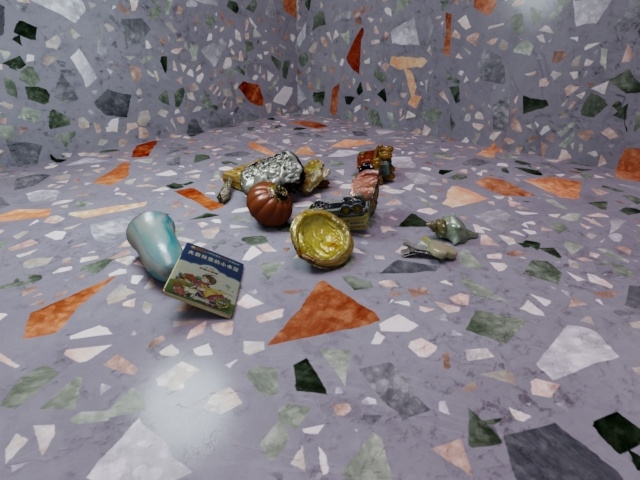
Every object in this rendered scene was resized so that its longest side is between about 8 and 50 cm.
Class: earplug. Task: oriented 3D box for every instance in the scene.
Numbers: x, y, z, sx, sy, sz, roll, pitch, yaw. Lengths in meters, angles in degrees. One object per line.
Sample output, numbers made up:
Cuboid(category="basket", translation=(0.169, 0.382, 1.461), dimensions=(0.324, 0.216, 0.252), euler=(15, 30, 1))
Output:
Cuboid(category="earplug", translation=(-0.581, 0.041, 1.521), dimensions=(0.185, 0.185, 0.324), euler=(-16, 38, -29))

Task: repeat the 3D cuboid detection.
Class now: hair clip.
Cuboid(category="hair clip", translation=(0.438, 0.032, 1.669), dimensions=(0.219, 0.071, 0.159), euler=(9, 26, 7))

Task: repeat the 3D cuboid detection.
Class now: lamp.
Cuboid(category="lamp", translation=(-0.230, -0.167, 1.883), dimensions=(0.223, 0.196, 0.223), euler=(28, 38, -24))

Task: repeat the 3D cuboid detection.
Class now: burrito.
Cuboid(category="burrito", translation=(-0.507, -0.262, 2.195), dimensions=(0.063, 0.058, 0.229), euler=(-13, 36, 6))

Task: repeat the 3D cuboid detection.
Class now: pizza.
Cuboid(category="pizza", translation=(-0.064, -0.375, 2.321), dimensions=(0.223, 0.089, 0.323), euler=(-34, 31, 3))

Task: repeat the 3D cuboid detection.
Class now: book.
Cuboid(category="book", translation=(-0.385, 0.124, 1.409), dimensions=(0.228, 0.018, 0.322), euler=(24, 24, -16))

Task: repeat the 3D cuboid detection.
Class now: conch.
Cuboid(category="conch", translation=(0.570, -0.049, 1.778), dimensions=(0.234, 0.114, 0.137), euler=(14, 43, 12))

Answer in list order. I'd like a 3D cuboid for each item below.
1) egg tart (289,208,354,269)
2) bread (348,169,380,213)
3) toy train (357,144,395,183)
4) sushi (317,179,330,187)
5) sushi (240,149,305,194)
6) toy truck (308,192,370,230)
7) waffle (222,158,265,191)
Cuboid(category="egg tart", translation=(0.000, 0.000, 1.622), dimensions=(0.279, 0.095, 0.278), euler=(12, 54, -17))
Cuboid(category="bread", translation=(0.205, -0.205, 1.950), dimensions=(0.123, 0.244, 0.190), euler=(17, 67, 14))
Cuboid(category="toy train", translation=(0.335, -0.469, 2.521), dimensions=(0.232, 0.163, 0.369), euler=(-6, 26, 15))
Cuboid(category="sushi", translation=(-0.002, -0.325, 2.348), dimensions=(0.118, 0.061, 0.060), euler=(13, 5, -15))
Cuboid(category="sushi", translation=(-0.238, -0.302, 2.137), dimensions=(0.349, 0.234, 0.207), euler=(-17, -14, -1))
Cuboid(category="toy truck", translation=(0.088, -0.105, 1.828), dimensions=(0.272, 0.157, 0.124), euler=(-6, 28, 13))
Cuboid(category="waffle", translation=(-0.381, -0.377, 2.393), dimensions=(0.224, 0.098, 0.328), euler=(19, 35, 34))
